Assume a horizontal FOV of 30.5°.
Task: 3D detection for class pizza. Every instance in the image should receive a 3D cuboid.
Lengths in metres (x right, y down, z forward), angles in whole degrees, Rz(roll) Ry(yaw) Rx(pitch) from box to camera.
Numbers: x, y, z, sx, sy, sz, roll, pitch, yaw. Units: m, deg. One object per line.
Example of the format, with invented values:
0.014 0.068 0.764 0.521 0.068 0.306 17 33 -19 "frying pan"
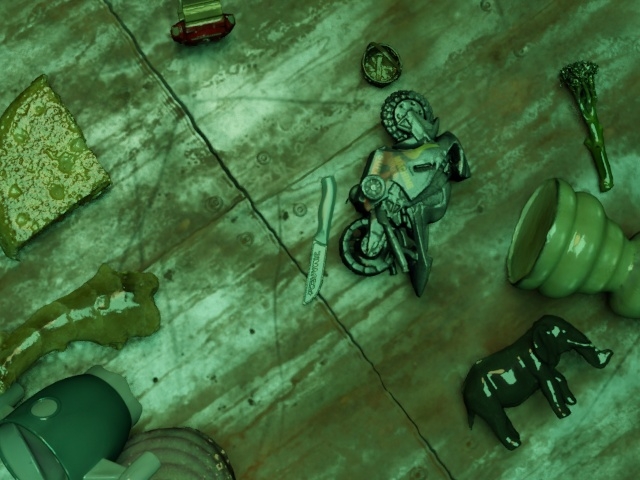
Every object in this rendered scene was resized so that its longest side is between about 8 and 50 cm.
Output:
-0.414 -0.108 1.797 0.197 0.058 0.292 6 83 -6 "pizza"

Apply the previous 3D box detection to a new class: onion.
-0.229 0.409 1.729 0.250 0.111 0.247 -21 61 2 "onion"

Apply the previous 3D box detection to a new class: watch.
-0.206 -0.434 1.808 0.102 0.165 0.268 -14 86 -9 "watch"

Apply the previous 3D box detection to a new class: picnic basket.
0.098 -0.282 1.862 0.072 0.083 0.072 1 82 -7 "picnic basket"

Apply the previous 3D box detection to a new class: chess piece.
0.472 0.043 1.824 0.330 0.182 0.182 22 80 -8 "chess piece"

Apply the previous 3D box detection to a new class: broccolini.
0.440 -0.186 1.899 0.067 0.058 0.216 -11 84 -10 "broccolini"

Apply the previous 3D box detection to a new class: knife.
0.000 0.000 1.848 0.028 0.015 0.210 10 82 -12 "knife"

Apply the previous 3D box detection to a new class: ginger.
-0.366 0.136 1.742 0.294 0.086 0.131 -33 93 -19 "ginger"

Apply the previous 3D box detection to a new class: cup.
-0.352 0.273 1.691 0.299 0.168 0.173 21 42 27 "cup"

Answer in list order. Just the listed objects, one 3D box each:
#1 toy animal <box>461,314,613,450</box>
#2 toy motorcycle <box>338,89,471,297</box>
0.329 0.211 1.804 0.245 0.114 0.146 -31 87 -10 "toy animal"
0.139 -0.076 1.830 0.173 0.108 0.307 18 83 -9 "toy motorcycle"
